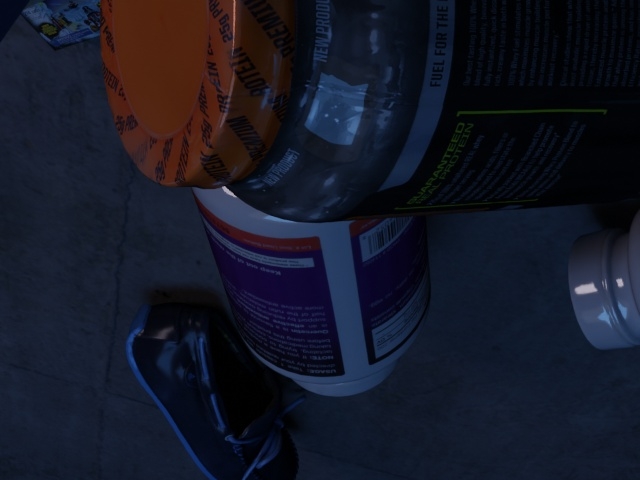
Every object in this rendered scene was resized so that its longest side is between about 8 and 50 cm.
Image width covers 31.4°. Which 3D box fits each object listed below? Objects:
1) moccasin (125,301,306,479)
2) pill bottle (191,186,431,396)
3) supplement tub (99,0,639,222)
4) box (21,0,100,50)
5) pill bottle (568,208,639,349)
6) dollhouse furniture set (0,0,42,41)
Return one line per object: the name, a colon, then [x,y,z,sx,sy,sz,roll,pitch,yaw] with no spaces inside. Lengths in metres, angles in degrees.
moccasin: [-0.099,0.201,1.325,0.116,0.138,0.342,-10,140,25]
pill bottle: [0.000,0.000,0.960,0.181,0.182,0.323,6,145,12]
supplement tub: [0.065,-0.117,0.633,0.338,0.207,0.207,-4,157,-32]
box: [-0.182,-0.202,0.876,0.137,0.027,0.094,-11,137,32]
pill bottle: [0.331,0.021,0.906,0.245,0.136,0.136,-14,137,35]
dollhouse furniture set: [-0.193,-0.222,0.680,0.303,0.198,0.286,-15,128,29]
